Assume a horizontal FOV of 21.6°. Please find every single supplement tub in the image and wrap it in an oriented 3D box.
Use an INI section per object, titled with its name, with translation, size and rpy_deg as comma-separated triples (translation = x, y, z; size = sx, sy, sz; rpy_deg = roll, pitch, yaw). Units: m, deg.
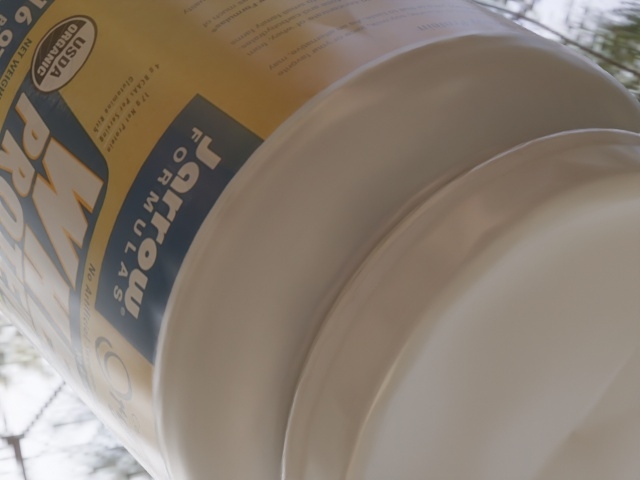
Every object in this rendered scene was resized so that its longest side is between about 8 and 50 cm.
[supplement tub]
translation = 0.000, 0.000, 0.429
size = 0.200, 0.144, 0.144
rpy_deg = 37, -71, 47
